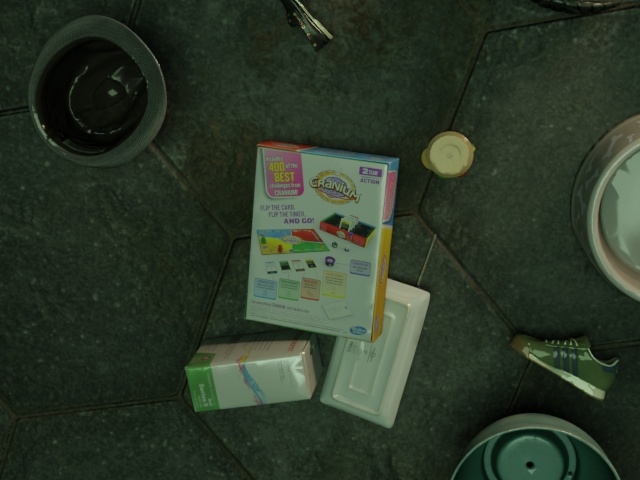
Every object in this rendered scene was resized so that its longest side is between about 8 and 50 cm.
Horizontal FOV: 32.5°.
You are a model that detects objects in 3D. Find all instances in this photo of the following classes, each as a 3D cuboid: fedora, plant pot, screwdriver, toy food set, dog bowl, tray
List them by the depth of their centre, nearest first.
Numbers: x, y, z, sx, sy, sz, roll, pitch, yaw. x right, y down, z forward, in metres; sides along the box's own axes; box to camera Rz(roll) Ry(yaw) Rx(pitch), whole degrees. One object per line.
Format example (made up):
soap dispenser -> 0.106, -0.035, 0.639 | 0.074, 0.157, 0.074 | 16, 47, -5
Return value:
dog bowl -> 0.590, -0.043, 1.802 | 0.349, 0.102, 0.348 | 2, 104, 8
toy food set -> 0.221, -0.145, 1.872 | 0.083, 0.020, 0.083 | 35, 105, -1
fedora -> -0.364, -0.256, 1.877 | 0.244, 0.124, 0.275 | 43, 114, -1
plant pot -> 0.367, 0.419, 1.896 | 0.293, 0.196, 0.292 | 2, 104, 8
screwdriver -> 0.178, 0.067, 1.930 | 0.025, 0.024, 0.169 | 15, 105, -27
tray -> 0.092, 0.197, 1.954 | 0.145, 0.030, 0.270 | 19, 107, 16

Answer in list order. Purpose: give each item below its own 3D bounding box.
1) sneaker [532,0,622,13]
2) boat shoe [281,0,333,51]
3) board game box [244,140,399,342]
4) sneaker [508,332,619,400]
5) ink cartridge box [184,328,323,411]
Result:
sneaker -> 0.348, -0.439, 1.744 | 0.286, 0.109, 0.130 | 16, 97, 1
boat shoe -> -0.037, -0.376, 1.840 | 0.042, 0.049, 0.133 | -42, 99, 7
board game box -> 0.000, 0.000, 1.893 | 0.242, 0.064, 0.316 | 10, 104, 17
sneaker -> 0.430, 0.194, 1.906 | 0.192, 0.064, 0.086 | 31, 98, 0
ink cartridge box -> -0.113, 0.226, 1.941 | 0.213, 0.154, 0.093 | -10, 102, 10
